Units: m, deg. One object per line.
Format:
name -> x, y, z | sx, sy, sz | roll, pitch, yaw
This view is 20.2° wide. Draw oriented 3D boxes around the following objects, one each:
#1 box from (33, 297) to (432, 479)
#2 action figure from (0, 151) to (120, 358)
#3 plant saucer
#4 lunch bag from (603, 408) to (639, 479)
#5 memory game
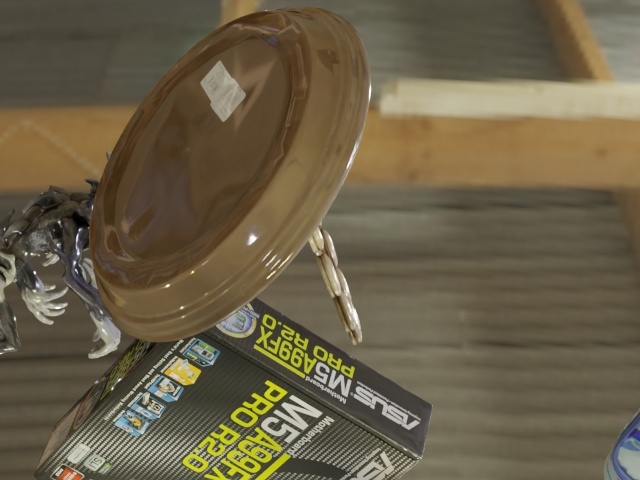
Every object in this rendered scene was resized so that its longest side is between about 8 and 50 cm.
box -> -0.075, 0.162, 1.433 | 0.216, 0.270, 0.060 | 33, -137, -14
action figure -> -0.266, 0.045, 1.704 | 0.275, 0.141, 0.164 | -43, -151, -10
plant saucer -> -0.077, -0.058, 1.297 | 0.041, 0.278, 0.278 | 35, -172, -32
lunch bag -> 0.370, 0.216, 1.580 | 0.176, 0.090, 0.219 | -42, -107, -16
memory game -> 0.000, 0.000, 1.500 | 0.012, 0.186, 0.186 | -21, -153, 2
